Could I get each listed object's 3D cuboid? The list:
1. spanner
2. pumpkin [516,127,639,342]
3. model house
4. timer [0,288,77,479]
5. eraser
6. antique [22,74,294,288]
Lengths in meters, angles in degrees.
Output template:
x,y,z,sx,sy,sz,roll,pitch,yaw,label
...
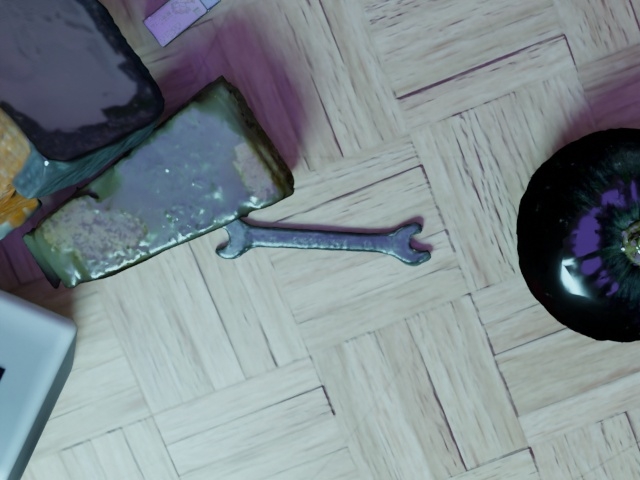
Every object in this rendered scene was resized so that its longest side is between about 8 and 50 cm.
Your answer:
x,y,z,sx,sy,sz,roll,pitch,yaw,label
0.000,0.000,1.424,0.254,0.015,0.054,3,98,-1,spanner
0.322,-0.007,1.349,0.233,0.163,0.233,0,100,-2,pumpkin
-0.350,-0.122,1.317,0.271,0.190,0.301,48,129,6,model house
-0.387,0.156,1.333,0.195,0.192,0.194,24,67,-4,timer
-0.153,-0.253,1.377,0.083,0.019,0.038,-37,96,6,eraser
-0.184,-0.046,1.360,0.284,0.125,0.150,-31,97,5,antique
